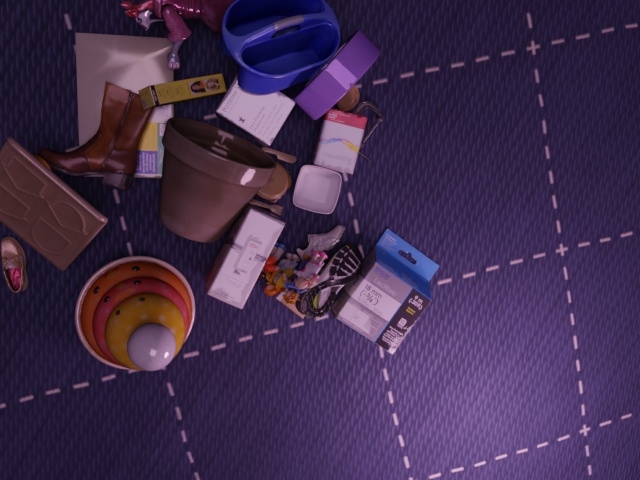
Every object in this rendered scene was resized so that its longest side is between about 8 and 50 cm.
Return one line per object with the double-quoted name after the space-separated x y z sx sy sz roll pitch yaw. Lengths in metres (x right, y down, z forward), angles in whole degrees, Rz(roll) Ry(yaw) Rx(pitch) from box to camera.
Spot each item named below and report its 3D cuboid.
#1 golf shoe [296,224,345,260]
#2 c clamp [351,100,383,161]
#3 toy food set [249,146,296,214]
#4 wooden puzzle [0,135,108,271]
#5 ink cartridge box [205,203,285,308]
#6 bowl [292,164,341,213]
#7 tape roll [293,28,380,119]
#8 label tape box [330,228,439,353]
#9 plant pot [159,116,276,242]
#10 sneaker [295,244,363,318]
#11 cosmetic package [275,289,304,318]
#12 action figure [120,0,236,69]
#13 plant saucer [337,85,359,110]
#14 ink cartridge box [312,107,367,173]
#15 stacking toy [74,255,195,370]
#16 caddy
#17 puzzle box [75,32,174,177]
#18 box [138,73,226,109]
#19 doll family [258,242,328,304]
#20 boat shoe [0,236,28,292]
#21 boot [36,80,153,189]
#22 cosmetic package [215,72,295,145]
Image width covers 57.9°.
0.000 0.000 1.857 0.176 0.069 0.086 -44 98 -1 "golf shoe"
0.143 -0.355 1.844 0.137 0.022 0.161 30 95 -8 "c clamp"
-0.155 -0.185 1.796 0.132 0.038 0.192 18 80 -16 "toy food set"
-0.776 -0.099 1.622 0.322 0.080 0.348 44 131 -14 "wooden puzzle"
-0.232 0.036 1.748 0.117 0.207 0.283 26 94 -15 "ink cartridge box"
-0.013 -0.163 1.831 0.142 0.053 0.142 14 97 -11 "bowl"
0.045 -0.477 1.672 0.090 0.275 0.275 42 91 -14 "tape roll"
0.226 0.166 1.903 0.240 0.106 0.334 34 93 -14 "label tape box"
-0.326 -0.158 1.666 0.323 0.323 0.280 21 109 -13 "plant pot"
0.020 0.123 1.848 0.300 0.121 0.111 -45 109 -26 "sneaker"
-0.086 0.195 1.886 0.115 0.041 0.060 38 91 -14 "cosmetic package"
-0.350 -0.647 1.569 0.370 0.276 0.248 -22 85 -33 "action figure"
0.082 -0.446 1.804 0.083 0.015 0.083 -17 127 -24 "plant saucer"
0.057 -0.305 1.771 0.127 0.128 0.176 13 100 -5 "ink cartridge box"
-0.473 0.237 1.583 0.350 0.480 0.350 -3 96 -25 "stacking toy"
-0.110 -0.551 1.575 0.341 0.179 0.241 -27 87 -24 "caddy"
-0.567 -0.387 1.697 0.272 0.052 0.409 1 100 -10 "puzzle box"
-0.391 -0.427 1.653 0.232 0.087 0.058 -24 106 -36 "box"
-0.088 0.114 1.787 0.163 0.263 0.118 -58 137 -28 "doll family"
-0.908 0.074 1.713 0.063 0.059 0.170 -13 102 -8 "boat shoe"
-0.629 -0.309 1.626 0.264 0.096 0.280 16 95 -9 "boot"
-0.195 -0.389 1.709 0.183 0.151 0.151 30 92 -13 "cosmetic package"
